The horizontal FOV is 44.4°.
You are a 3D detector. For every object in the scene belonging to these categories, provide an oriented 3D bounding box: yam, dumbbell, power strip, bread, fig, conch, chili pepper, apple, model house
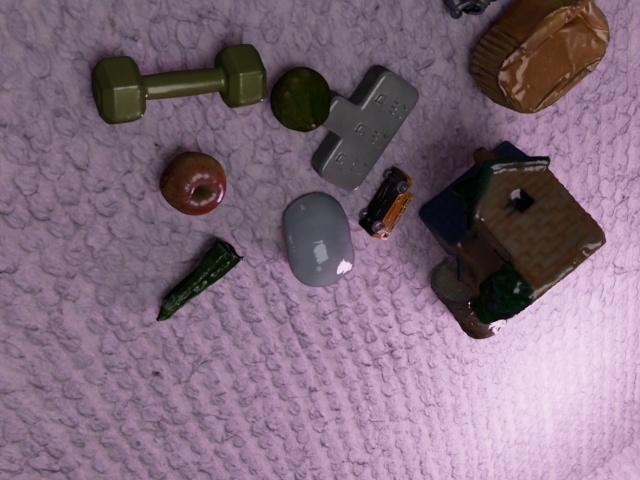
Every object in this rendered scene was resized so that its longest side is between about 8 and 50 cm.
[{"bbox_3d":[0.404,0.156,2.065,0.154,0.154,0.254,-40,130,-3],"label":"yam"},{"bbox_3d":[-0.246,-0.276,1.379,0.302,0.121,0.108,-12,97,-26],"label":"dumbbell"},{"bbox_3d":[0.071,-0.243,1.637,0.193,0.059,0.265,23,107,-41],"label":"power strip"},{"bbox_3d":[0.470,-0.419,1.713,0.288,0.156,0.204,-47,125,7],"label":"bread"},{"bbox_3d":[-0.028,-0.261,1.497,0.123,0.156,0.123,-12,122,-19],"label":"fig"},{"bbox_3d":[0.005,0.002,1.738,0.185,0.121,0.221,-51,136,-35],"label":"conch"},{"bbox_3d":[-0.265,0.094,1.656,0.227,0.059,0.088,-44,146,6],"label":"chili pepper"},{"bbox_3d":[-0.241,-0.110,1.499,0.126,0.102,0.126,-12,124,-19],"label":"apple"},{"bbox_3d":[0.413,-0.039,1.789,0.334,0.343,0.382,-39,174,-1],"label":"model house"}]

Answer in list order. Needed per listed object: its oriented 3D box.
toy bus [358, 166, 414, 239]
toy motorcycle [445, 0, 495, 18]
[{"bbox_3d":[0.159,-0.084,1.793,0.074,0.069,0.162,18,110,-40],"label":"toy bus"},{"bbox_3d":[0.294,-0.515,1.595,0.193,0.061,0.124,20,110,-41],"label":"toy motorcycle"}]
